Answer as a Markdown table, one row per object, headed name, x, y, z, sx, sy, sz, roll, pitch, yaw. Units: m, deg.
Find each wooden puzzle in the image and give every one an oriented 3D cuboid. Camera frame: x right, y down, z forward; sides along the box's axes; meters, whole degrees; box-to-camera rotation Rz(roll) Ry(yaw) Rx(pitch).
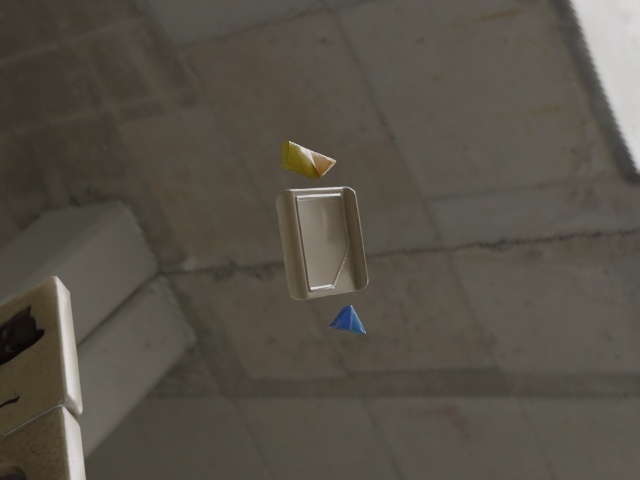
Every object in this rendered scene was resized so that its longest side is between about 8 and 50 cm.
| name | x | y | z | sx | sy | sz | roll | pitch | yaw |
| --- | --- | --- | --- | --- | --- | --- | --- | --- | --- |
| wooden puzzle | 0.000 | 0.000 | 0.810 | 0.014 | 0.078 | 0.116 | -10 | -99 | 38 |

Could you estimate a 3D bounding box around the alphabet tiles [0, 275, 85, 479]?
| name | x | y | z | sx | sy | sz | roll | pitch | yaw |
| --- | --- | --- | --- | --- | --- | --- | --- | --- | --- |
| alphabet tiles | -0.203 | 0.145 | 0.336 | 0.343 | 0.285 | 0.011 | -30 | -54 | 7 |
